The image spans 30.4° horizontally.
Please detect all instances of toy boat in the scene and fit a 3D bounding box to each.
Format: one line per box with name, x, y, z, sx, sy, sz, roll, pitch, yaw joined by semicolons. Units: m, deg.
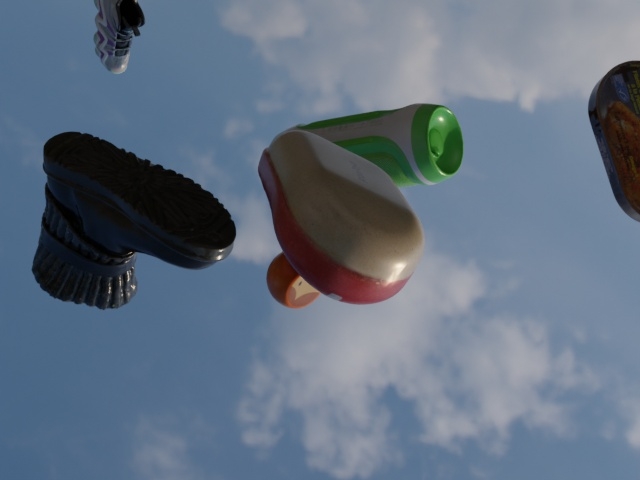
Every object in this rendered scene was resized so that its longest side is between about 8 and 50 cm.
toy boat;0.000;0.000;1.133;0.151;0.151;0.231;25;-164;-18

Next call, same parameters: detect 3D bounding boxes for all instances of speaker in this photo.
speaker;0.066;-0.134;1.808;0.296;0.131;0.131;-6;-158;37

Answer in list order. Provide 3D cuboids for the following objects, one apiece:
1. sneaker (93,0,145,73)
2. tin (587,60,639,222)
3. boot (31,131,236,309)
sneaker;-0.196;-0.206;1.167;0.038;0.098;0.069;-24;-145;-31
tin;0.369;-0.109;1.327;0.106;0.190;0.040;-15;174;-8
boot;-0.285;0.013;1.764;0.348;0.260;0.131;30;-142;24
